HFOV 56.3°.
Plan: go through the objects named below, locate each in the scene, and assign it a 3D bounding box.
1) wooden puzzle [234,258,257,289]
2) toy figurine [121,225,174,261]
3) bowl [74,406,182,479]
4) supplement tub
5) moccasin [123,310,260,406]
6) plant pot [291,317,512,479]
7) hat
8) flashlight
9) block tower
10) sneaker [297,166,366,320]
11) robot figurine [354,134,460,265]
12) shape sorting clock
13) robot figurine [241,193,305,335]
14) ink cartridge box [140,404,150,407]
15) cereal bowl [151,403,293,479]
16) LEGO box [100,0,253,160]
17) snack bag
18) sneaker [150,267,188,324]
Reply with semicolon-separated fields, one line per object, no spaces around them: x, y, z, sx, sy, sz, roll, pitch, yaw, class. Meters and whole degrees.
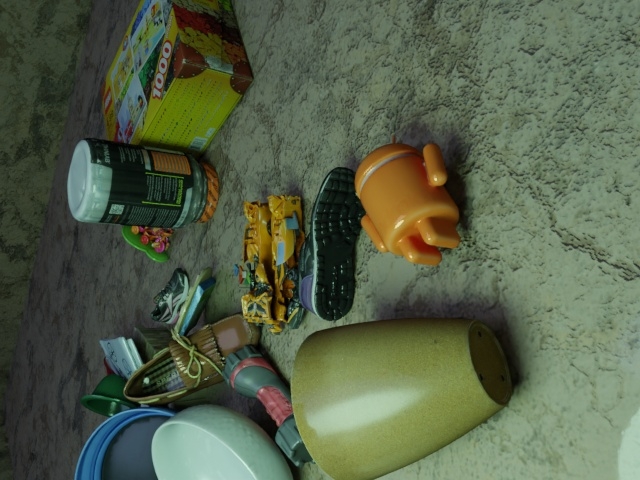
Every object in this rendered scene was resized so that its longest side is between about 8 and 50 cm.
-0.176;0.079;1.415;0.116;0.014;0.078;-16;73;51;wooden puzzle
-0.481;-0.049;1.767;0.173;0.130;0.159;45;113;20;toy figurine
-0.388;0.583;1.413;0.392;0.077;0.390;0;89;12;bowl
-0.447;-0.137;1.528;0.207;0.338;0.206;-9;79;52;supplement tub
-0.301;0.275;1.387;0.380;0.147;0.139;-26;71;22;moccasin
0.130;0.208;0.856;0.254;0.237;0.237;-25;66;33;plant pot
-0.566;0.391;1.690;0.173;0.209;0.183;91;-171;-54;hat
-0.099;0.328;1.206;0.103;0.103;0.304;-45;37;-5;flashlight
-0.420;0.341;1.643;0.336;0.097;0.090;28;108;48;block tower
0.000;0.000;1.126;0.124;0.107;0.283;16;99;58;sneaker
0.133;-0.065;0.936;0.158;0.128;0.219;85;163;-55;robot figurine
-0.316;0.160;1.482;0.206;0.040;0.206;-64;-1;-1;shape sorting clock
-0.106;0.055;1.268;0.211;0.085;0.290;-7;80;53;robot figurine
-0.435;0.521;1.587;0.145;0.045;0.179;36;120;40;ink cartridge box
-0.180;0.476;1.226;0.339;0.141;0.338;16;119;32;cereal bowl
-0.416;-0.429;1.640;0.500;0.193;0.372;-43;54;41;LEGO box
-0.532;0.424;1.724;0.343;0.037;0.322;-19;95;59;snack bag
-0.429;0.161;1.685;0.072;0.077;0.178;37;114;47;sneaker
